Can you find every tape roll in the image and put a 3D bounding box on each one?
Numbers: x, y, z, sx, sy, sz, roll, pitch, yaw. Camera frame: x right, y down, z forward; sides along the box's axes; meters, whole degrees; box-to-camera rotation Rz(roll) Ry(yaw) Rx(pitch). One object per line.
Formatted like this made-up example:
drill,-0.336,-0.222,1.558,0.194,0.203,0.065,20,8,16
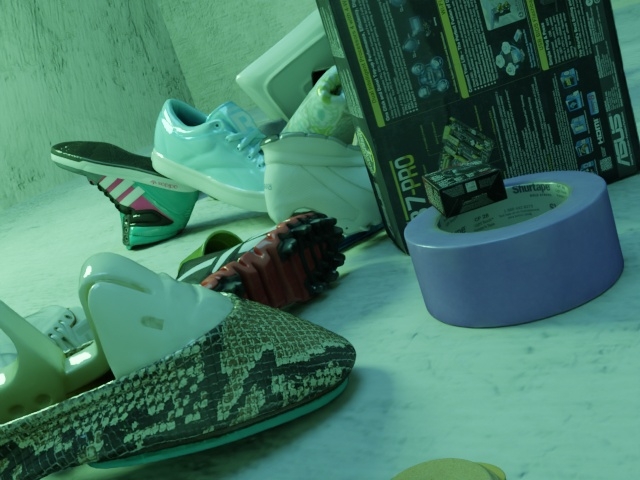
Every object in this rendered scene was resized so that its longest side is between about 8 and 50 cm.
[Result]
tape roll,0.179,0.004,0.735,0.188,0.080,0.189,-18,15,5

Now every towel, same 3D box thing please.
towel,0.088,-0.265,1.400,0.374,0.090,0.320,-34,-6,-25

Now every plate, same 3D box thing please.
plate,-0.005,-0.354,1.777,0.277,0.278,0.045,-39,40,5

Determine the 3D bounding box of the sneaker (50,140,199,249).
sneaker,-0.374,-0.077,1.483,0.295,0.179,0.124,16,25,10

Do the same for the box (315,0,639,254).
box,0.181,-0.219,0.913,0.318,0.395,0.097,-21,17,-5

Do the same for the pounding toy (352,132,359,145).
pounding toy,0.150,-0.156,1.186,0.269,0.155,0.154,-31,15,-38

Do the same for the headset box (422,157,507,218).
headset box,0.139,-0.053,0.767,0.062,0.032,0.083,-18,14,-1

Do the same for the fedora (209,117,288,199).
fedora,-0.143,-0.192,1.725,0.275,0.124,0.243,-24,16,-18

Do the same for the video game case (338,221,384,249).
video game case,0.000,0.000,1.085,0.166,0.015,0.119,-27,18,-28

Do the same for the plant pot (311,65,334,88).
plant pot,0.104,-0.290,1.701,0.166,0.188,0.188,-12,10,-29

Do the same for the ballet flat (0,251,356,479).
ballet flat,-0.215,0.115,0.613,0.482,0.182,0.164,-20,14,-5

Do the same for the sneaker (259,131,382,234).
sneaker,0.062,-0.068,1.032,0.296,0.130,0.111,5,3,-11

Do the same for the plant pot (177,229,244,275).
plant pot,-0.145,0.037,1.028,0.079,0.083,0.083,-21,10,41

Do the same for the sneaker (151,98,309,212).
sneaker,-0.141,-0.153,1.332,0.365,0.150,0.135,17,28,21

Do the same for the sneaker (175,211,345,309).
sneaker,-0.081,0.043,0.866,0.135,0.098,0.276,-3,23,39

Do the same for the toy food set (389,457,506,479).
toy food set,0.066,0.154,0.451,0.082,0.020,0.083,-14,16,17

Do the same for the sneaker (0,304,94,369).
sneaker,-0.293,0.118,0.840,0.123,0.106,0.290,-25,15,-13
